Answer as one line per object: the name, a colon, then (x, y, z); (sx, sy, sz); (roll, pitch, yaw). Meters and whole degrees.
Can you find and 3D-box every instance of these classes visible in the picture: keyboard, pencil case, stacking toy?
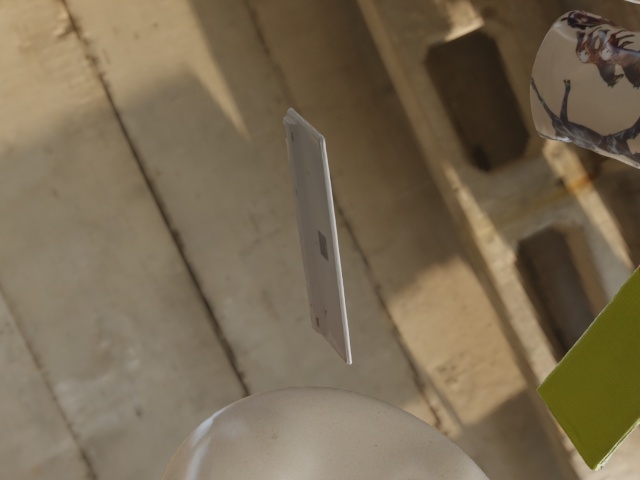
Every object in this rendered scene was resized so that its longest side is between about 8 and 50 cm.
keyboard: (0.000, 0.000, 1.338); (0.072, 0.014, 0.256); (39, -35, 48)
pencil case: (0.431, -0.160, 1.647); (0.410, 0.183, 0.160); (22, -19, 39)
stacking toy: (-0.050, 0.391, 1.301); (0.351, 0.350, 0.480); (54, -43, 21)

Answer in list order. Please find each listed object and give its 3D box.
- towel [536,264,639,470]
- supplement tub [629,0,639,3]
towel: (0.276, 0.077, 1.177); (0.237, 0.021, 0.102); (-55, -139, 25)
supplement tub: (0.281, -0.267, 0.953); (0.316, 0.228, 0.228); (28, -41, 61)
